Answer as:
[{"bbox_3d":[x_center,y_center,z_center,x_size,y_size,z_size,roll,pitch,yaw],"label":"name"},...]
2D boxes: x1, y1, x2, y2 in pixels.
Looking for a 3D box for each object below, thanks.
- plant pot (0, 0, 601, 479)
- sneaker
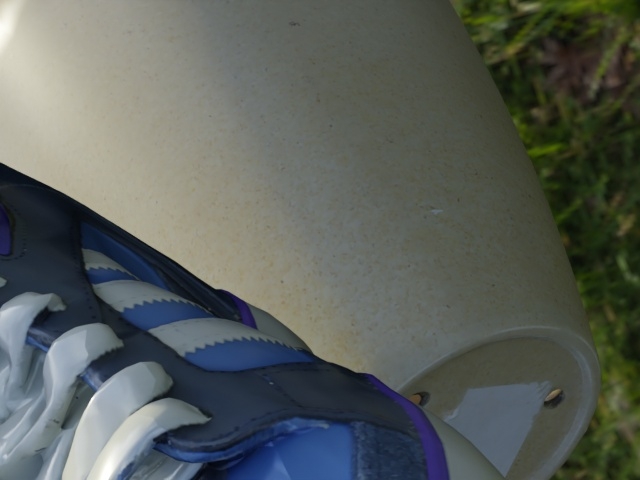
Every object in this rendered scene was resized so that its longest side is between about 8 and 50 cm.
[{"bbox_3d":[0.000,0.000,0.773,0.274,0.256,0.256,53,141,40],"label":"plant pot"},{"bbox_3d":[-0.099,0.046,0.432,0.130,0.236,0.323,-63,18,5],"label":"sneaker"}]
